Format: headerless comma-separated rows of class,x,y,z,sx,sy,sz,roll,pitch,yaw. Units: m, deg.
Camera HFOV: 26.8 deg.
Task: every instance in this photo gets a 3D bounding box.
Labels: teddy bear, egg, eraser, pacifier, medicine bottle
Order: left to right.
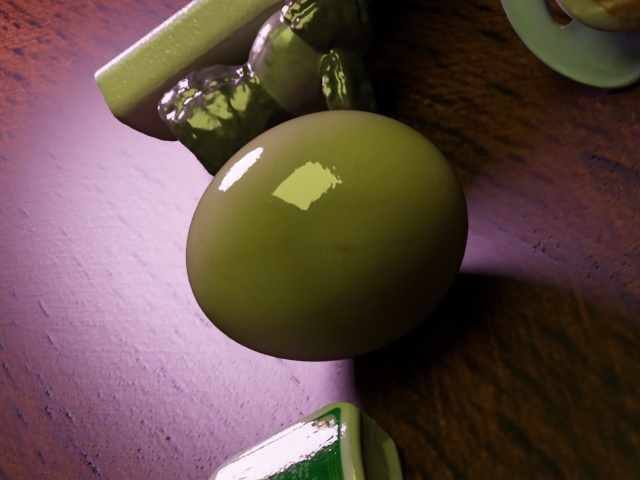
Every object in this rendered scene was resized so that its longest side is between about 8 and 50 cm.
eraser,-0.077,-0.208,1.360,0.270,0.174,0.095,-34,76,18
medicine bottle,-0.031,0.197,0.945,0.183,0.069,0.119,-31,38,22
teddy bear,-0.018,-0.130,1.242,0.251,0.144,0.171,-33,55,19
egg,0.000,0.000,1.018,0.241,0.186,0.186,-22,39,36
pacifier,0.273,-0.248,1.039,0.279,0.227,0.207,-14,4,38
